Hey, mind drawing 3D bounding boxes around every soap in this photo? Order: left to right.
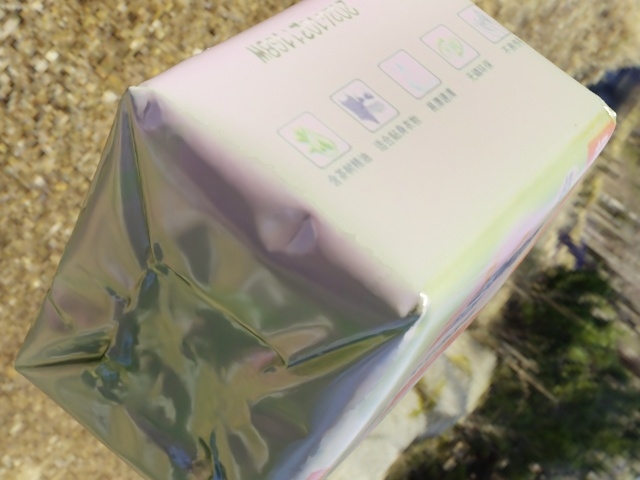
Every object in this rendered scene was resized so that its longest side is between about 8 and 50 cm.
[{"bbox_3d":[0.000,0.000,0.507,0.199,0.138,0.182,-38,164,-48],"label":"soap"}]
